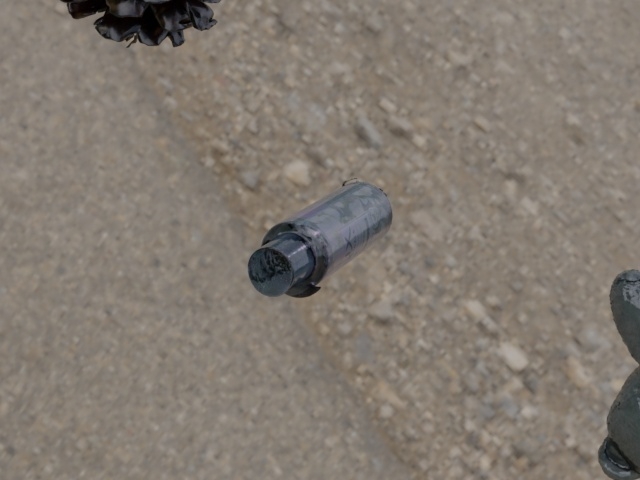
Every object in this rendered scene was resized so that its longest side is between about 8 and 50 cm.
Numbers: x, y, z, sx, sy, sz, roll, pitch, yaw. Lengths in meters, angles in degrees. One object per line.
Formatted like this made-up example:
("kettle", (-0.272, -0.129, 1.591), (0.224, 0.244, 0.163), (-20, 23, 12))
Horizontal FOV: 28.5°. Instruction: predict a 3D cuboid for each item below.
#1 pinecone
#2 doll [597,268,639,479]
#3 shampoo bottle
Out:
("pinecone", (-0.159, -0.275, 1.157), (0.221, 0.221, 0.221), (25, 36, -20))
("doll", (0.427, 0.113, 1.345), (0.246, 0.340, 0.158), (11, 11, 19))
("shampoo bottle", (0.000, 0.000, 1.142), (0.072, 0.072, 0.214), (44, 28, 7))
